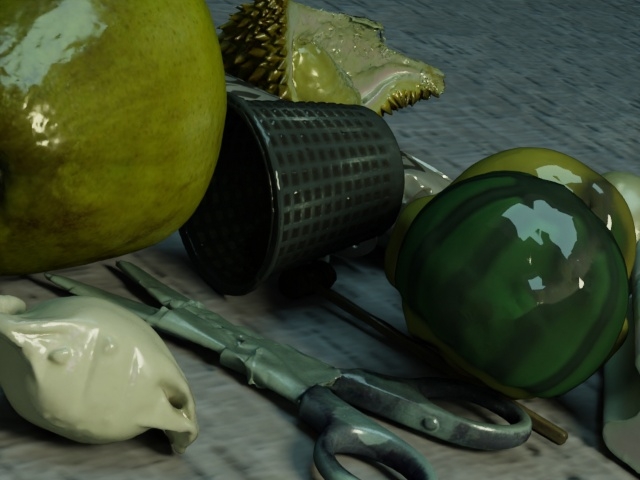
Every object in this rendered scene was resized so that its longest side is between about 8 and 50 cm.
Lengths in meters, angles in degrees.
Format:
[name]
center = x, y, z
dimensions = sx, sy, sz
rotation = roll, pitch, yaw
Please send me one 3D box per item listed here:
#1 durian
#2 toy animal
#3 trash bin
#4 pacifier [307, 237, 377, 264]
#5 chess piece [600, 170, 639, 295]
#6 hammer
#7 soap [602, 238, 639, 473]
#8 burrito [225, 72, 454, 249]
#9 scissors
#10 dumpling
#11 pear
[durian]
center = -0.001, -0.186, 2.012
dimensions = 0.306, 0.166, 0.172
rotation = 14, 20, -41
[toy animal]
center = 0.166, 0.018, 1.514
dimensions = 0.216, 0.191, 0.338
rotation = 32, 8, 5
[trash bin]
center = -0.019, -0.052, 1.576
dimensions = 0.161, 0.175, 0.175
rotation = -12, 33, -32
[pacifier]
center = 0.000, 0.000, 1.689
dimensions = 0.099, 0.081, 0.078
rotation = 22, 52, -5
[chess piece]
center = 0.311, 0.008, 1.791
dimensions = 0.330, 0.182, 0.182
rotation = 12, 20, -1
[hammer]
center = 0.089, 0.095, 1.558
dimensions = 0.292, 0.029, 0.058
rotation = 31, 25, 27
[soap]
center = 0.352, 0.128, 1.561
dimensions = 0.208, 0.115, 0.347
rotation = 19, 20, 2
[burrito]
center = -0.058, -0.098, 1.818
dimensions = 0.445, 0.101, 0.139
rotation = 27, 12, 23
[scissors]
center = -0.040, 0.096, 1.426
dimensions = 0.383, 0.029, 0.256
rotation = 25, 21, 20
[dumpling]
center = -0.170, 0.081, 1.258
dimensions = 0.169, 0.100, 0.134
rotation = 9, 7, -29
[pear]
center = -0.225, -0.099, 1.424
dimensions = 0.287, 0.287, 0.375
rotation = 19, 26, 1
